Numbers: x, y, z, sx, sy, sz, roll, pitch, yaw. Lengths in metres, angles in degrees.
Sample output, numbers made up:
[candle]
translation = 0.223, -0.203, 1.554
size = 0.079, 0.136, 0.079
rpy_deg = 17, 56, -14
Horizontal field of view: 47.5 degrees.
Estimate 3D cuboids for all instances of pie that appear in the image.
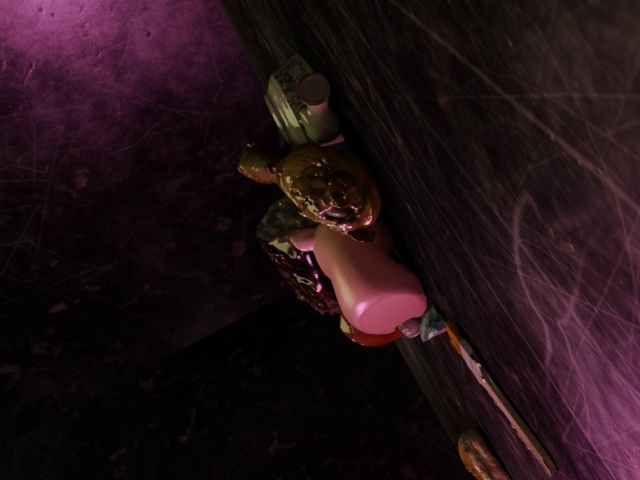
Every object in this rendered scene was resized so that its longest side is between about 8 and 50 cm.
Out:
[pie]
translation = 0.455, 0.625, 1.909
size = 0.277, 0.078, 0.277
rpy_deg = 57, 176, 6

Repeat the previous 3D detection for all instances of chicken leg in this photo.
[chicken leg]
translation = -0.039, -0.126, 1.472
size = 0.201, 0.152, 0.429
rpy_deg = 37, 171, -39

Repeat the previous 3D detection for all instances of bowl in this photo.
[bowl]
translation = -0.046, -0.279, 1.532
size = 0.211, 0.112, 0.211
rpy_deg = 62, 177, 5

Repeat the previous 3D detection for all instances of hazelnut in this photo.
[hazelnut]
translation = 0.150, 0.207, 2.036
size = 0.208, 0.208, 0.208
rpy_deg = 62, 179, 2

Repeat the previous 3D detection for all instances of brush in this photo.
[brush]
translation = 0.299, 0.260, 1.225
size = 0.085, 0.020, 0.336
rpy_deg = 63, 177, -41

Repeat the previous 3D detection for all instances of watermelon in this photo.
[watermelon]
translation = 0.239, 0.174, 1.475
size = 0.061, 0.085, 0.085
rpy_deg = 16, -155, -28

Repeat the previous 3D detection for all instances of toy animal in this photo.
[toy animal]
translation = 0.100, 0.055, 1.540
size = 0.213, 0.195, 0.256
rpy_deg = 19, -141, -60

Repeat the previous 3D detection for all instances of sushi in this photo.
[sushi]
translation = 0.000, 0.002, 1.954
size = 0.294, 0.281, 0.299
rpy_deg = 55, 176, -34

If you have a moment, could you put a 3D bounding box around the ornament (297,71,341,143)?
[ornament]
translation = -0.005, -0.242, 1.373
size = 0.156, 0.081, 0.075
rpy_deg = 72, -171, -67

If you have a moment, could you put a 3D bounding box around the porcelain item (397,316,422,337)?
[porcelain item]
translation = 0.186, 0.173, 1.803
size = 0.216, 0.069, 0.081
rpy_deg = 43, -170, -51

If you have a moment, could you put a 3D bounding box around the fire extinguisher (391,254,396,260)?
[fire extinguisher]
translation = 0.149, 0.073, 1.724
size = 0.106, 0.075, 0.252
rpy_deg = 27, -161, -30
